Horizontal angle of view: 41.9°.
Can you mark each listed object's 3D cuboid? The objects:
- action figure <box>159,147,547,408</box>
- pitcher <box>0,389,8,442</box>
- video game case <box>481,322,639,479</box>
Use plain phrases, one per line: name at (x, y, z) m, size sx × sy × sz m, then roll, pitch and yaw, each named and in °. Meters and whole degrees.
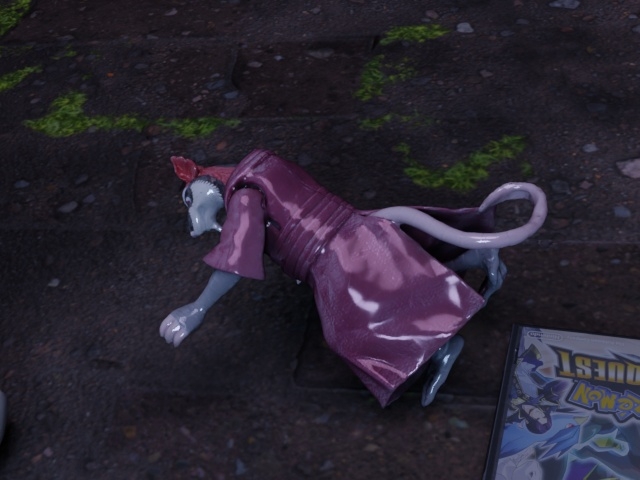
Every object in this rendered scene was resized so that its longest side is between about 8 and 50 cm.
action figure at (0.000, 0.000, 0.867) m, size 0.370 × 0.276 × 0.248 m, roll 33°, pitch 35°, yaw 5°
pitcher at (-0.386, 0.236, 0.828) m, size 0.177 × 0.125 × 0.207 m, roll 25°, pitch 61°, yaw 7°
video game case at (0.297, 0.196, 0.769) m, size 0.274 × 0.035 × 0.248 m, roll 6°, pitch 48°, yaw 20°
